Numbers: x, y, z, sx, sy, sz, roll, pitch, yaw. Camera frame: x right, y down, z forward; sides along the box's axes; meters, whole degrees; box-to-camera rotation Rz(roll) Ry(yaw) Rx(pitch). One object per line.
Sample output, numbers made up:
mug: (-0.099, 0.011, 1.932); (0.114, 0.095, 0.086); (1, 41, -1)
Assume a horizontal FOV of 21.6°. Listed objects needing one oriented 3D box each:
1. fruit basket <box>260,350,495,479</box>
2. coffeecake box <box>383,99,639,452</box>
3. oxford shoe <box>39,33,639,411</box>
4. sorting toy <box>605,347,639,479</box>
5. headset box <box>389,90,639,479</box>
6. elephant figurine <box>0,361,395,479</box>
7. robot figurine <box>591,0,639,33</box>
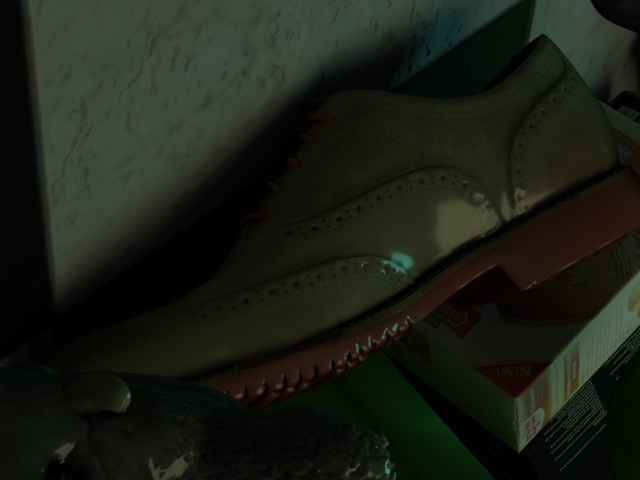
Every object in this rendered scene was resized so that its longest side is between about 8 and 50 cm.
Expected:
fruit basket: (0.039, 0.245, 0.968); (0.392, 0.283, 0.392); (-23, 139, -22)
coffeecake box: (0.119, 0.006, 0.968); (0.185, 0.142, 0.068); (-44, 151, -19)
oxford shoe: (0.000, 0.000, 0.833); (0.348, 0.130, 0.123); (-23, 178, -27)
sorting toy: (0.215, 0.126, 0.883); (0.126, 0.127, 0.366); (26, 65, -78)
headset box: (0.207, 0.091, 1.135); (0.246, 0.131, 0.283); (-44, 134, -14)
elephant figurine: (-0.136, 0.079, 0.530); (0.169, 0.239, 0.186); (4, 120, -60)
robot figurine: (0.158, -0.215, 0.736); (0.209, 0.173, 0.278); (-49, 156, 16)
